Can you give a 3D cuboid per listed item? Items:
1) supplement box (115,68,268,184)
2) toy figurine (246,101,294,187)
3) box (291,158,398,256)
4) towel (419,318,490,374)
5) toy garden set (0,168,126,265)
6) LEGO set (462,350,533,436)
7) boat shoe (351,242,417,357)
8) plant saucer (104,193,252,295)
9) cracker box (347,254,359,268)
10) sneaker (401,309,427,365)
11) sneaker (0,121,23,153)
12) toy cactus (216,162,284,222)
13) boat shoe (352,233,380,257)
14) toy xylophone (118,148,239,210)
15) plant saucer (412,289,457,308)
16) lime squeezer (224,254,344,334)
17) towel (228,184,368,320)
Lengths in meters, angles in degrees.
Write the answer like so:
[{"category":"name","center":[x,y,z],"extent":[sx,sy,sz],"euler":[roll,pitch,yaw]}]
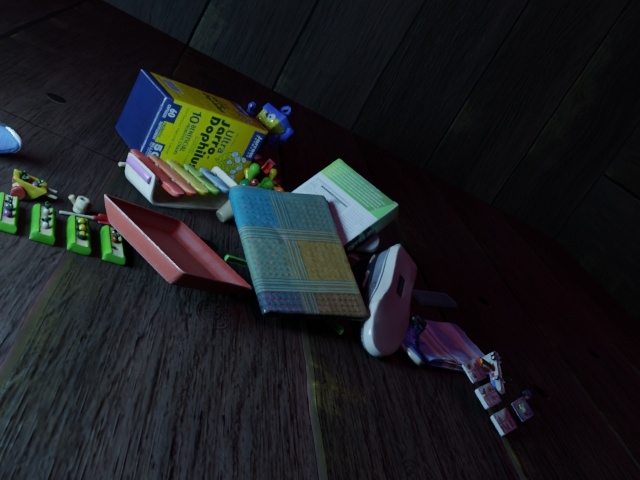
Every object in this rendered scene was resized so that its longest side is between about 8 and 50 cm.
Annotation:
[{"category":"supplement box","center":[-0.370,-0.321,1.945],"extent":[0.356,0.194,0.195],"euler":[11,27,-44]},{"category":"toy figurine","center":[-0.183,-0.363,2.209],"extent":[0.362,0.217,0.191],"euler":[43,-3,38]},{"category":"box","center":[0.008,-0.053,1.731],"extent":[0.232,0.322,0.058],"euler":[42,-20,29]},{"category":"towel","center":[0.312,0.265,1.743],"extent":[0.285,0.034,0.209],"euler":[15,24,-39]},{"category":"toy garden set","center":[-0.500,-0.057,1.311],"extent":[0.244,0.049,0.204],"euler":[20,22,-30]},{"category":"LEGO set","center":[0.429,0.365,1.625],"extent":[0.244,0.060,0.182],"euler":[-4,59,-52]},{"category":"boat shoe","center":[0.126,0.158,1.636],"extent":[0.127,0.158,0.340],"euler":[52,39,-22]},{"category":"plant saucer","center":[-0.293,0.023,1.357],"extent":[0.258,0.048,0.259],"euler":[40,6,25]},{"category":"cracker box","center":[0.000,0.000,1.890],"extent":[0.155,0.067,0.232],"euler":[21,21,-25]},{"category":"sneaker","center":[0.225,0.226,1.610],"extent":[0.058,0.084,0.152],"euler":[53,1,-38]},{"category":"sneaker","center":[-0.713,-0.206,1.347],"extent":[0.211,0.080,0.081],"euler":[9,34,-27]},{"category":"toy cactus","center":[-0.188,-0.101,1.761],"extent":[0.180,0.219,0.112],"euler":[-38,76,-27]},{"category":"boat shoe","center":[0.051,-0.005,1.773],"extent":[0.219,0.078,0.070],"euler":[20,-27,17]},{"category":"toy xylophone","center":[-0.373,-0.161,1.715],"extent":[0.236,0.081,0.322],"euler":[38,20,21]},{"category":"plant saucer","center":[0.346,0.177,2.040],"extent":[0.192,0.018,0.067],"euler":[11,27,-46]},{"category":"lime squeezer","center":[-0.078,0.107,1.526],"extent":[0.310,0.059,0.110],"euler":[34,35,-8]},{"category":"towel","center":[-0.057,0.026,1.541],"extent":[0.271,0.040,0.370],"euler":[6,47,-30]}]
